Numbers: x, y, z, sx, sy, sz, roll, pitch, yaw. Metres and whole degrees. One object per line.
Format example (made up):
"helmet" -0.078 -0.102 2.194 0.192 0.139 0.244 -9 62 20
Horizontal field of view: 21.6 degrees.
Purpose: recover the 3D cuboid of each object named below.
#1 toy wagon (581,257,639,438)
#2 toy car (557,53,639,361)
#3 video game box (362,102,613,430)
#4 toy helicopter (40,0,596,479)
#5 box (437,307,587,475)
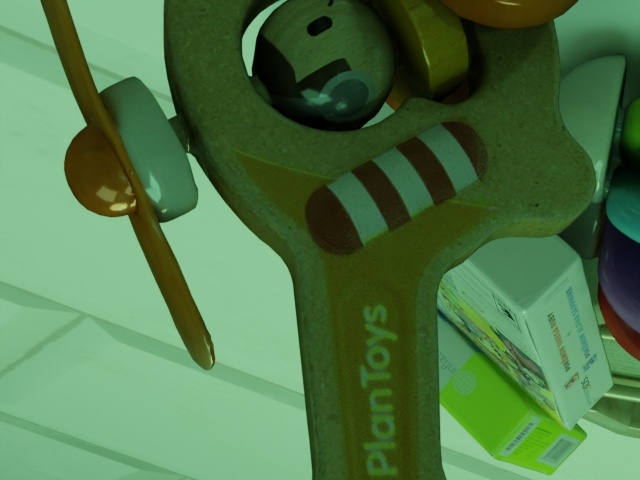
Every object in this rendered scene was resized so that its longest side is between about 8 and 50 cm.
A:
"toy wagon" 0.248 0.071 1.109 0.267 0.068 0.344 8 157 17
"toy car" 0.188 -0.005 0.857 0.159 0.136 0.182 11 159 11
"video game box" 0.070 -0.003 0.927 0.205 0.048 0.187 45 171 27
"toy helicopter" 0.000 0.000 0.691 0.235 0.355 0.140 0 162 -10
"box" 0.080 0.069 1.056 0.178 0.042 0.109 46 -170 29
